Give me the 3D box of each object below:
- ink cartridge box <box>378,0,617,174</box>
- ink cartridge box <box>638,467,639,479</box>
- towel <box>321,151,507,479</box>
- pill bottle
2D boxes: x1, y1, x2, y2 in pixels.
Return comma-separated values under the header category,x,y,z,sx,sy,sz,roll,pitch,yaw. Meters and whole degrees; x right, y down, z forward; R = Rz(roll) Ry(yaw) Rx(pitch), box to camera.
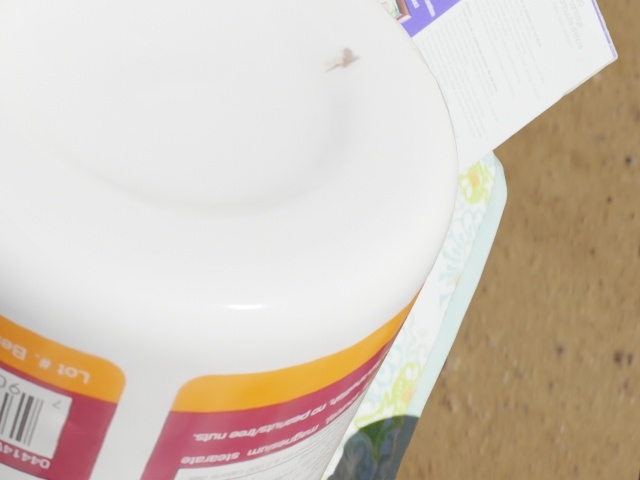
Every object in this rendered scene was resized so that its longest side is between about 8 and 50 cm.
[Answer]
category,x,y,z,sx,sy,sz,roll,pitch,yaw
ink cartridge box,0.064,-0.140,1.176,0.208,0.206,0.045,-36,31,-17
ink cartridge box,0.170,0.166,0.563,0.151,0.395,0.270,9,95,18
towel,0.000,0.000,1.355,0.090,0.320,0.374,3,57,32
pill bottle,-0.059,0.038,0.445,0.121,0.221,0.121,12,47,-13
